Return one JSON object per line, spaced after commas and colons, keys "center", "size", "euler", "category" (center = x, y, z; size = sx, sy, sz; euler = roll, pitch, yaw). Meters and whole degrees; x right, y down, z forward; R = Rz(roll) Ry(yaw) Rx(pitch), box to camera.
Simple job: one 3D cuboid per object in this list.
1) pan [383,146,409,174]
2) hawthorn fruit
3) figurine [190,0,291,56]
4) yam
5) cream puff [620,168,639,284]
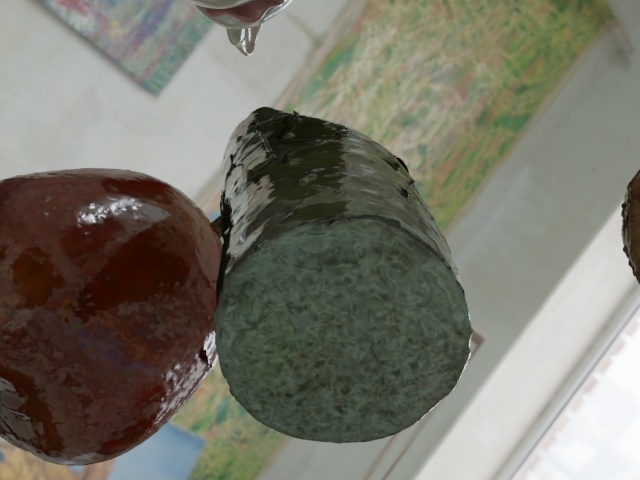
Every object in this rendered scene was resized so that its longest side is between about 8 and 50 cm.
{"center": [0.047, -0.064, 1.407], "size": [0.115, 0.040, 0.212], "euler": [24, 37, 6], "category": "pan"}
{"center": [-0.134, 0.035, 0.673], "size": [0.185, 0.202, 0.185], "euler": [45, -29, 33], "category": "hawthorn fruit"}
{"center": [-0.054, -0.232, 0.852], "size": [0.127, 0.155, 0.235], "euler": [39, 3, 9], "category": "figurine"}
{"center": [0.000, 0.000, 0.495], "size": [0.106, 0.106, 0.259], "euler": [37, 12, -13], "category": "yam"}
{"center": [0.427, -0.011, 1.094], "size": [0.164, 0.240, 0.240], "euler": [24, 9, -46], "category": "cream puff"}
